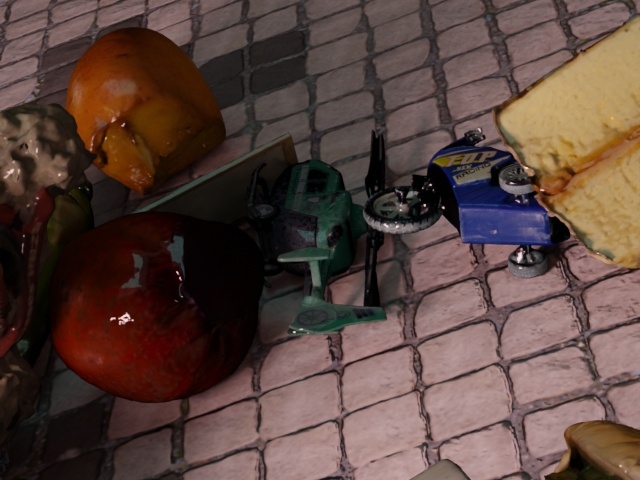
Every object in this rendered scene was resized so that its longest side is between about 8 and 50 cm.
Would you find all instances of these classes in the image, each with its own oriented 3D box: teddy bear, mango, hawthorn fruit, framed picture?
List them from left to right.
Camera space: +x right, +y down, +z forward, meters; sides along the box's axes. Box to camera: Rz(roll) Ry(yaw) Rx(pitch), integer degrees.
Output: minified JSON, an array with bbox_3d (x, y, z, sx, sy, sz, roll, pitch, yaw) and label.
[{"bbox_3d":[-0.344,0.090,1.858,0.224,0.368,0.357,5,47,16],"label":"teddy bear"},{"bbox_3d":[-0.186,0.065,1.966,0.249,0.215,0.215,8,42,41],"label":"hawthorn fruit"},{"bbox_3d":[-0.217,-0.169,2.399,0.201,0.199,0.350,6,17,-5],"label":"mango"},{"bbox_3d":[-0.114,-0.043,2.168,0.201,0.136,0.010,-28,63,-7],"label":"framed picture"}]

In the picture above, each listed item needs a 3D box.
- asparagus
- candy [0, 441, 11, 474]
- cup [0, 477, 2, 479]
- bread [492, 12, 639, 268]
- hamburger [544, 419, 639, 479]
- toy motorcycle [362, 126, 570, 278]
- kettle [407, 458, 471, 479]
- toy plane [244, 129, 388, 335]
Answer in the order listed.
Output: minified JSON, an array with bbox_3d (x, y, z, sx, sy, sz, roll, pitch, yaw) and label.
[{"bbox_3d":[-0.343,0.068,2.154,0.108,0.128,0.382,22,38,-5],"label":"asparagus"},{"bbox_3d":[-0.339,0.223,1.997,0.030,0.020,0.083,-22,29,1],"label":"candy"},{"bbox_3d":[-0.433,0.359,1.659,0.311,0.257,0.331,-18,72,14],"label":"cup"},{"bbox_3d":[0.292,-0.091,1.816,0.178,0.135,0.240,-14,53,-32],"label":"bread"},{"bbox_3d":[0.249,0.200,1.499,0.135,0.155,0.208,-19,22,0],"label":"hamburger"},{"bbox_3d":[0.206,-0.051,1.959,0.315,0.113,0.169,1,31,16],"label":"toy motorcycle"},{"bbox_3d":[0.002,0.314,1.430,0.318,0.205,0.265,-30,33,-6],"label":"kettle"},{"bbox_3d":[0.000,0.000,2.046,0.155,0.106,0.382,-6,27,7],"label":"toy plane"}]
